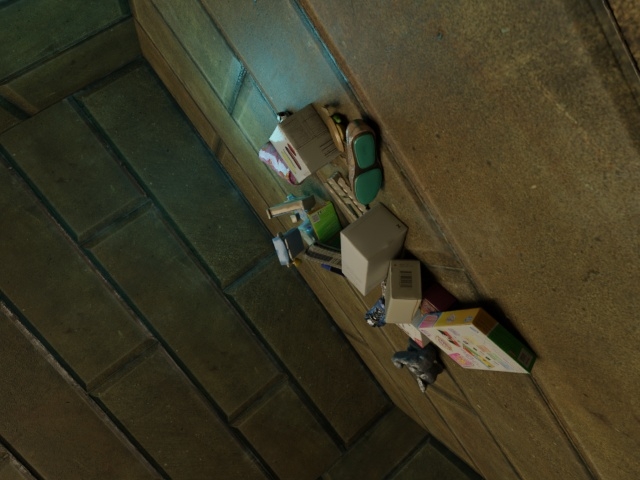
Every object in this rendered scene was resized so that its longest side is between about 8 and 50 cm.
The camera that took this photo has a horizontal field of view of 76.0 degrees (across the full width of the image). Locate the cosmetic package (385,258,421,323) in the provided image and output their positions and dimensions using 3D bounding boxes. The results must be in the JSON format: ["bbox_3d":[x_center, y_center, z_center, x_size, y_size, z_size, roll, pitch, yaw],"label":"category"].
[{"bbox_3d":[0.316,0.206,1.595,0.309,0.113,0.160,78,-165,-63],"label":"cosmetic package"}]

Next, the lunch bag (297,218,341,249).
[{"bbox_3d":[0.000,0.000,2.219,0.279,0.108,0.224,51,167,-21],"label":"lunch bag"}]

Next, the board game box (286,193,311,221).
[{"bbox_3d":[-0.106,-0.169,2.329,0.201,0.035,0.136,39,161,42],"label":"board game box"}]

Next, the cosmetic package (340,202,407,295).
[{"bbox_3d":[0.196,0.047,1.560,0.155,0.196,0.366,47,164,24],"label":"cosmetic package"}]

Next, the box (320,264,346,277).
[{"bbox_3d":[0.093,0.167,2.292,0.225,0.037,0.136,25,177,-22],"label":"box"}]

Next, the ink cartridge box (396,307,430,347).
[{"bbox_3d":[0.409,0.356,1.855,0.218,0.092,0.159,43,163,40],"label":"ink cartridge box"}]

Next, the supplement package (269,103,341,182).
[{"bbox_3d":[-0.059,-0.347,1.496,0.203,0.149,0.194,55,166,-7],"label":"supplement package"}]

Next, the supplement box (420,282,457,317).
[{"bbox_3d":[0.437,0.254,1.526,0.104,0.080,0.188,43,163,33],"label":"supplement box"}]

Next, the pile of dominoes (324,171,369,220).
[{"bbox_3d":[0.130,-0.164,1.629,0.251,0.040,0.196,48,167,-17],"label":"pile of dominoes"}]

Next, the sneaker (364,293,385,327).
[{"bbox_3d":[0.314,0.385,2.116,0.130,0.147,0.330,46,164,22],"label":"sneaker"}]

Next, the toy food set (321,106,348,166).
[{"bbox_3d":[0.060,-0.346,1.325,0.132,0.038,0.192,-112,-1,-65],"label":"toy food set"}]

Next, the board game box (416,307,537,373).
[{"bbox_3d":[0.499,0.332,1.356,0.242,0.064,0.316,41,158,-5],"label":"board game box"}]

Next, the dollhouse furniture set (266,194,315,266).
[{"bbox_3d":[-0.085,-0.055,2.012,0.198,0.286,0.304,-11,102,26],"label":"dollhouse furniture set"}]

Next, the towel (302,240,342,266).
[{"bbox_3d":[0.090,0.081,1.979,0.323,0.056,0.312,17,165,-6],"label":"towel"}]

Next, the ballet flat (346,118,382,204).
[{"bbox_3d":[0.132,-0.247,1.280,0.316,0.107,0.106,82,168,-54],"label":"ballet flat"}]

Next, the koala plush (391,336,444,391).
[{"bbox_3d":[0.505,0.622,2.018,0.203,0.196,0.221,0,123,60],"label":"koala plush"}]

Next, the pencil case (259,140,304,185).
[{"bbox_3d":[-0.171,-0.363,1.901,0.284,0.124,0.124,42,163,40],"label":"pencil case"}]

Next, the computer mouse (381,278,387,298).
[{"bbox_3d":[0.318,0.219,1.918,0.106,0.042,0.193,32,150,44],"label":"computer mouse"}]

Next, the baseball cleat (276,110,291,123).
[{"bbox_3d":[-0.147,-0.469,1.686,0.110,0.072,0.206,68,160,-5],"label":"baseball cleat"}]

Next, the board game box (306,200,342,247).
[{"bbox_3d":[0.034,-0.062,1.955,0.039,0.124,0.260,55,172,49],"label":"board game box"}]
